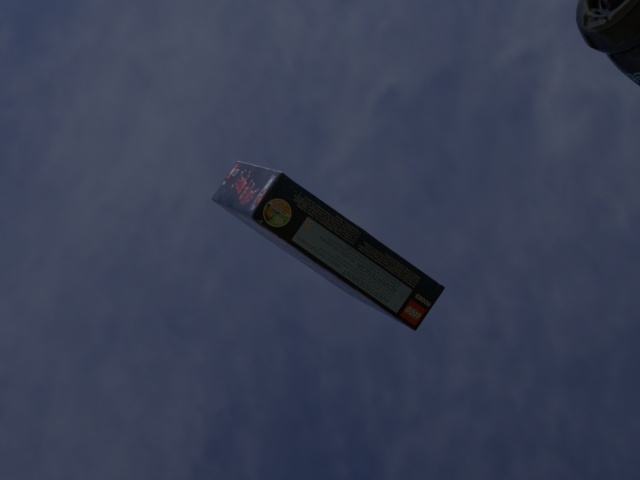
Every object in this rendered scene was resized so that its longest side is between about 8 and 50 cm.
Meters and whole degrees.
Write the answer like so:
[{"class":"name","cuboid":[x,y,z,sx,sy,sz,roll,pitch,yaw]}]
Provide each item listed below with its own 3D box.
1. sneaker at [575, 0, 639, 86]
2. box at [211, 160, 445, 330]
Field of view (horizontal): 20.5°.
[{"class":"sneaker","cuboid":[0.271,-0.207,1.185,0.267,0.106,0.101,-54,-156,-14]},{"class":"box","cuboid":[0.000,0.000,1.465,0.159,0.233,0.044,34,-92,-11]}]
